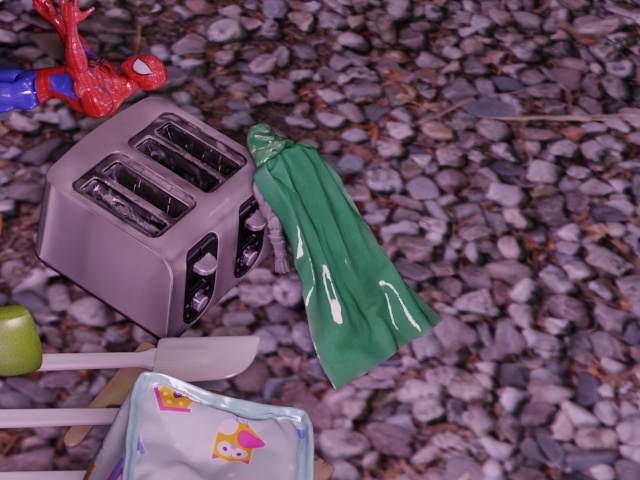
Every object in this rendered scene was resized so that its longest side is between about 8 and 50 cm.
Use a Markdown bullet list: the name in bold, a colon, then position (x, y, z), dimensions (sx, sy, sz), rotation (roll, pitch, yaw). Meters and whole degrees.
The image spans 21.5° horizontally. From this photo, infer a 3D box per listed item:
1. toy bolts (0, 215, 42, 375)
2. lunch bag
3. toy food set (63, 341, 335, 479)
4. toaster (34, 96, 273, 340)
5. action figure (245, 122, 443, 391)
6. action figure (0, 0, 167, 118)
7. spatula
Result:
- **toy bolts**: position (-0.356, 0.017, 1.345), dimensions (0.158, 0.218, 0.228), rotation (-25, 38, -26)
- **lunch bag**: position (-0.099, 0.260, 1.133), dimensions (0.160, 0.223, 0.262), rotation (14, 43, -15)
- **toy food set**: position (-0.101, 0.178, 1.353), dimensions (0.192, 0.038, 0.132), rotation (33, 58, 14)
- **toaster**: position (-0.147, -0.024, 1.487), dimensions (0.186, 0.110, 0.168), rotation (32, 46, 17)
- **action figure**: position (0.000, 0.000, 1.459), dimensions (0.137, 0.063, 0.232), rotation (-31, 95, -39)
- **action figure**: position (-0.278, -0.169, 1.507), dimensions (0.280, 0.139, 0.091), rotation (-2, 26, 10)
- **spatula**: position (-0.175, 0.140, 1.326), dimensions (0.242, 0.019, 0.168), rotation (-2, 47, 9)
